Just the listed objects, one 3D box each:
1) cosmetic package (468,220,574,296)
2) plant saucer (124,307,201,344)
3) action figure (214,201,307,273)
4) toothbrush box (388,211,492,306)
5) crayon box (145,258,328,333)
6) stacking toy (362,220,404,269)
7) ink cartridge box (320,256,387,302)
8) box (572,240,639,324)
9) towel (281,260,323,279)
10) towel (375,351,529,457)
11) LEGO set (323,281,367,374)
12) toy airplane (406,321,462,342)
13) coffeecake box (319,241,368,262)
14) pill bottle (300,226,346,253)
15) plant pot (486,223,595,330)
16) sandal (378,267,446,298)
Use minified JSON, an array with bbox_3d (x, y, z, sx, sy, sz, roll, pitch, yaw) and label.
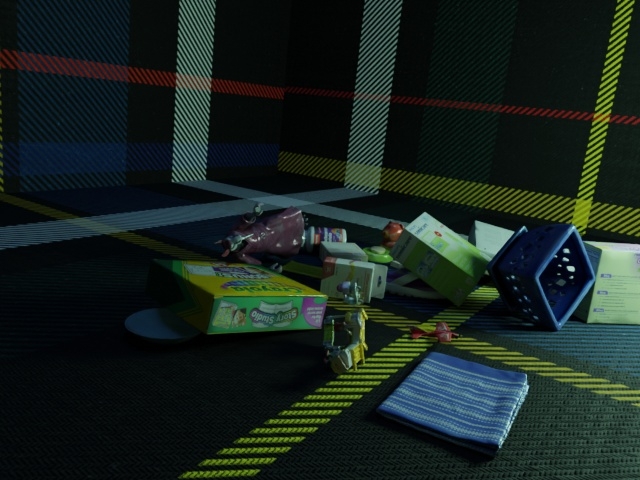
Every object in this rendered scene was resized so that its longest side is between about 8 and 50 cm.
[{"bbox_3d":[0.749,0.065,2.149,0.377,0.098,0.284,17,24,7],"label":"cosmetic package"},{"bbox_3d":[-0.369,0.212,1.373,0.194,0.038,0.195,6,12,-1],"label":"plant saucer"},{"bbox_3d":[-0.226,-0.021,1.977,0.275,0.248,0.370,8,14,44],"label":"action figure"},{"bbox_3d":[0.397,0.055,1.878,0.283,0.122,0.206,36,31,15],"label":"toothbrush box"},{"bbox_3d":[-0.218,0.140,1.497,0.362,0.106,0.313,5,9,-44],"label":"crayon box"},{"bbox_3d":[0.329,0.016,2.317,0.308,0.131,0.279,17,17,40],"label":"stacking toy"},{"bbox_3d":[0.104,0.125,1.784,0.198,0.115,0.067,7,12,7],"label":"ink cartridge box"},{"bbox_3d":[0.936,0.135,1.835,0.213,0.243,0.117,3,14,-11],"label":"box"},{"bbox_3d":[-0.019,0.109,2.006,0.237,0.021,0.102,11,13,21],"label":"towel"},{"bbox_3d":[0.290,0.322,1.199,0.243,0.040,0.336,12,14,27],"label":"towel"},{"bbox_3d":[0.042,0.231,1.342,0.107,0.132,0.287,-8,33,17],"label":"LEGO set"},{"bbox_3d":[0.303,0.250,1.531,0.151,0.028,0.151,6,12,-1],"label":"toy airplane"},{"bbox_3d":[0.084,0.060,2.153,0.142,0.068,0.185,3,13,-13],"label":"coffeecake box"},{"bbox_3d":[0.000,0.000,2.285,0.193,0.108,0.108,4,13,-7],"label":"pill bottle"},{"bbox_3d":[0.662,0.098,1.752,0.236,0.236,0.212,-45,28,-20],"label":"plant pot"},{"bbox_3d":[0.295,0.120,1.916,0.415,0.102,0.169,6,15,-5],"label":"sandal"}]
